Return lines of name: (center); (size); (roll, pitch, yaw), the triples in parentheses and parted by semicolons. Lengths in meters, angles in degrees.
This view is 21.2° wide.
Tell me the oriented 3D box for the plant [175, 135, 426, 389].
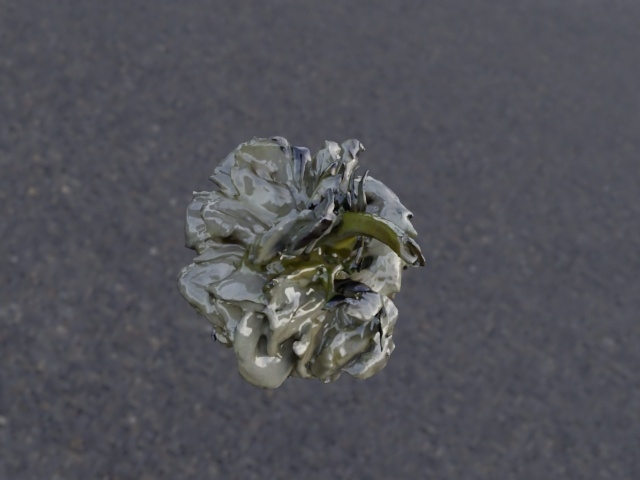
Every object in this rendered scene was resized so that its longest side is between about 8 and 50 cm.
plant: (0.000, 0.000, 0.717); (0.104, 0.122, 0.116); (2, 70, -32)
